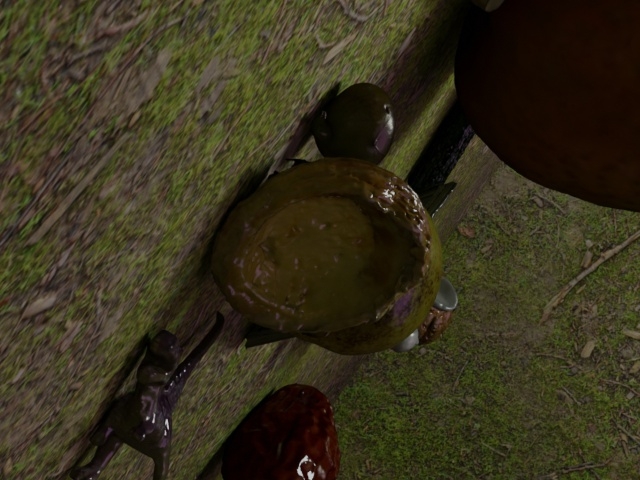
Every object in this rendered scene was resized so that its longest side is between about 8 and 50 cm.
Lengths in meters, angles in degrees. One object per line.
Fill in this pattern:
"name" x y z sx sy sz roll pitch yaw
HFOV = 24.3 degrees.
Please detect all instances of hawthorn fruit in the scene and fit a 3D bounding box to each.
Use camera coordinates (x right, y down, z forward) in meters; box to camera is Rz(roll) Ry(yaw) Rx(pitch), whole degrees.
"hawthorn fruit" 0.411 -0.245 1.822 0.471 0.472 0.472 -53 172 -11

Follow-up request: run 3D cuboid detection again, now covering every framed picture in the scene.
"framed picture" 0.028 0.031 1.825 0.231 0.018 0.293 -52 -166 -25

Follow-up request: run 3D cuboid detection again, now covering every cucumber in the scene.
"cucumber" 0.199 -0.148 2.317 0.187 0.058 0.058 -59 171 24

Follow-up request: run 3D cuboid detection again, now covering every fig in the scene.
"fig" 0.025 -0.107 1.442 0.098 0.082 0.084 -8 165 -30

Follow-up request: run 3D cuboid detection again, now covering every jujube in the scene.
"jujube" -0.060 0.356 2.442 0.197 0.197 0.290 -60 -175 35

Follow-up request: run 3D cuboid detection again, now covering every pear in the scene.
"pear" 0.036 0.028 1.565 0.197 0.197 0.197 -53 172 -11

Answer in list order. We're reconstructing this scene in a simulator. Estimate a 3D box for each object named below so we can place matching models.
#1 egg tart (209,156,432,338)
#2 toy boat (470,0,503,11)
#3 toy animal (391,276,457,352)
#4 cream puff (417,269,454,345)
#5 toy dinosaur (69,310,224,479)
"egg tart" 0.001 -0.001 1.412 0.212 0.213 0.090 -59 -157 30
"toy boat" 0.185 -0.306 1.553 0.116 0.061 0.188 -51 172 -28
"toy animal" 0.097 0.093 2.271 0.127 0.178 0.193 -56 171 23
"cream puff" 0.104 0.109 2.438 0.169 0.183 0.183 -27 156 -39
"toy dinosaur" -0.158 0.165 1.487 0.199 0.072 0.251 -65 162 0
